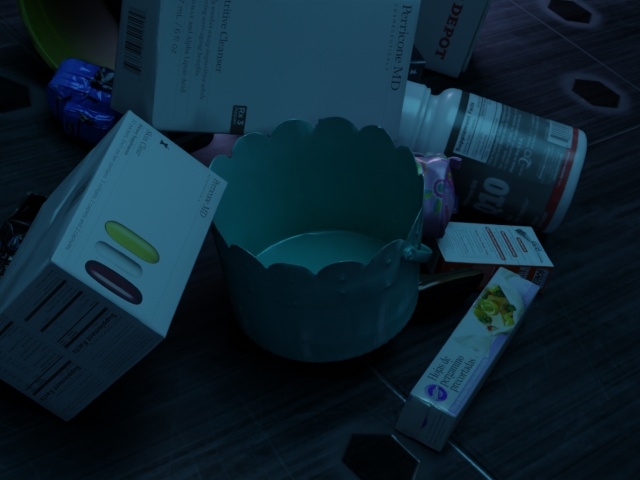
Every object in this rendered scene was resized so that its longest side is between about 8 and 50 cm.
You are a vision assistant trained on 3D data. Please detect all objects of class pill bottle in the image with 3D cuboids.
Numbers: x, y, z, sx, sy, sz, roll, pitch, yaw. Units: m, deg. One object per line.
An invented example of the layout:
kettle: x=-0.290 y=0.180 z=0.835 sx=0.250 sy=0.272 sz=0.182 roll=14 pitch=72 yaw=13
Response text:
pill bottle: x=0.230 y=-0.127 z=2.056 sx=0.283 sy=0.161 sz=0.161 roll=18 pitch=36 yaw=0
pill bottle: x=-0.218 y=-0.147 z=1.953 sx=0.078 sy=0.078 sz=0.137 roll=37 pitch=39 yaw=23

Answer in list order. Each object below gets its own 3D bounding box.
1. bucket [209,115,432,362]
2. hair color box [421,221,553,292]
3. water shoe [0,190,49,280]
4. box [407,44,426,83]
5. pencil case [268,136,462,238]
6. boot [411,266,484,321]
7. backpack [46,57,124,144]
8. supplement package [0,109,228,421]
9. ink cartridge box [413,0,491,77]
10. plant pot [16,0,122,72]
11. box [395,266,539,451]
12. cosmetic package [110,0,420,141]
bucket: x=0.000 y=0.000 z=1.710 sx=0.281 sy=0.183 sz=0.281 roll=-3 pitch=43 yaw=3
hair color box: x=0.227 y=0.023 z=1.950 sx=0.167 sy=0.053 sz=0.093 roll=2 pitch=37 yaw=-19
water shoe: x=-0.372 y=0.014 z=1.670 sx=0.073 sy=0.080 sz=0.203 roll=16 pitch=36 yaw=-3
box: x=0.059 y=-0.271 z=2.177 sx=0.108 sy=0.153 sz=0.207 roll=-2 pitch=40 yaw=-26
pencil case: x=0.044 y=-0.073 z=1.894 sx=0.284 sy=0.124 sz=0.124 roll=6 pitch=35 yaw=7
boot: x=0.110 y=0.053 z=1.834 sx=0.219 sy=0.082 sz=0.106 roll=-18 pitch=52 yaw=-37
backpack: x=-0.322 y=-0.194 z=1.953 sx=0.120 sy=0.098 sz=0.101 roll=24 pitch=56 yaw=5
supplement package: x=-0.243 y=0.027 z=1.551 sx=0.145 sy=0.204 sz=0.262 roll=36 pitch=40 yaw=-17
ink cartridge box: x=0.102 y=-0.481 z=2.359 sx=0.395 sy=0.285 sz=0.166 roll=19 pitch=35 yaw=-1
plant pot: x=-0.245 y=-0.427 z=2.119 sx=0.366 sy=0.366 sz=0.353 roll=14 pitch=25 yaw=-7
box: x=0.190 y=0.141 z=1.767 sx=0.063 sy=0.067 sz=0.324 roll=27 pitch=37 yaw=13
cosmetic package: x=-0.072 y=-0.255 z=1.897 sx=0.385 sy=0.217 sz=0.156 roll=-1 pitch=17 yaw=-29
